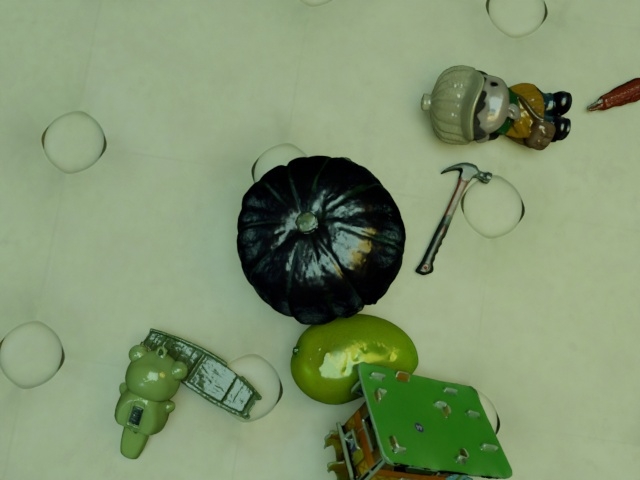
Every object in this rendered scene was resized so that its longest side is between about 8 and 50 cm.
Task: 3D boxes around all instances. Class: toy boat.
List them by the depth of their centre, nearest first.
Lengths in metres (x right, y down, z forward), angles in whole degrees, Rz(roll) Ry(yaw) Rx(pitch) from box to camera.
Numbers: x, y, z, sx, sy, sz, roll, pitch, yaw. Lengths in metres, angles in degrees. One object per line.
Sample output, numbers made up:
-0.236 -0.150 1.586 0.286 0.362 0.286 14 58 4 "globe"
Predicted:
-0.264 0.291 1.491 0.293 0.055 0.093 33 84 2 "toy boat"

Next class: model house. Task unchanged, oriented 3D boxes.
0.170 0.458 1.421 0.358 0.313 0.242 15 38 -29 "model house"

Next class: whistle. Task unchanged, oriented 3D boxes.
-0.376 0.348 1.440 0.131 0.106 0.288 21 109 2 "whistle"

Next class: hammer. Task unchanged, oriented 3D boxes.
0.296 -0.050 1.558 0.111 0.033 0.287 24 83 1 "hammer"

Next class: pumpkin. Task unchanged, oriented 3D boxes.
0.000 0.000 1.418 0.363 0.266 0.363 -2 76 7 "pumpkin"

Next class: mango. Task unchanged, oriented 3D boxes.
0.067 0.249 1.459 0.273 0.149 0.185 -19 75 -9 "mango"

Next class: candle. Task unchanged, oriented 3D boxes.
0.711 -0.341 1.596 0.162 0.048 0.053 -23 101 -4 "candle"

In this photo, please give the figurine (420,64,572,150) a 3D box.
0.400 -0.295 1.544 0.332 0.204 0.185 8 80 -29 "figurine"
